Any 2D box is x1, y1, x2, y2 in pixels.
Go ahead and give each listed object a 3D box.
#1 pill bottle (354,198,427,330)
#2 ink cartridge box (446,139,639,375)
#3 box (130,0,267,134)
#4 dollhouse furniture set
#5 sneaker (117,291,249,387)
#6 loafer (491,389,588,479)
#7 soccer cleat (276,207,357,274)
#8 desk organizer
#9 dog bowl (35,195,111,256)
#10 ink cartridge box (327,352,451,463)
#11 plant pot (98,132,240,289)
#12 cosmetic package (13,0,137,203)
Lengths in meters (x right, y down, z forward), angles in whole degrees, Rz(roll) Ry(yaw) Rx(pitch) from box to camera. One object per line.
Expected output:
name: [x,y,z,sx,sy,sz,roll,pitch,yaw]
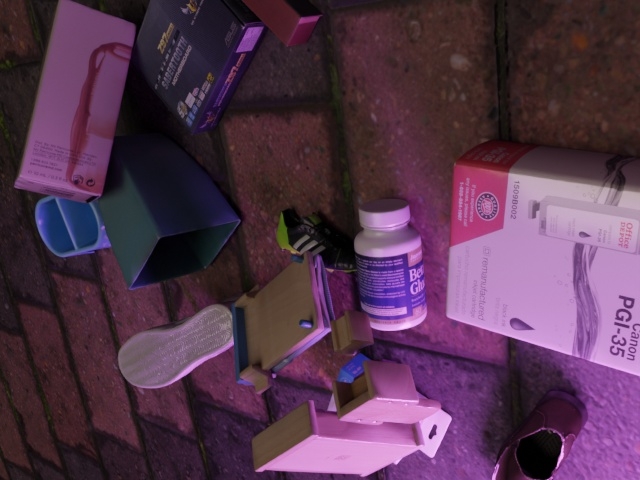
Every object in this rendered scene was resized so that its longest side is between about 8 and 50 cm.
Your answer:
pill bottle: [0.097,0.032,0.864,0.094,0.094,0.170,6,113,37]
ink cartridge box: [0.294,0.013,0.680,0.282,0.117,0.207,14,117,34]
box: [-0.200,-0.314,0.979,0.183,0.059,0.233,51,132,11]
dollhouse furniture set: [0.032,0.151,0.898,0.286,0.198,0.304,-43,45,37]
sneaker: [-0.218,0.180,1.127,0.292,0.169,0.108,-23,85,27]
loafer: [0.283,0.298,0.840,0.080,0.078,0.220,29,125,26]
soccer cleat: [0.000,0.000,0.955,0.178,0.060,0.072,20,119,35]
desk organizer: [-0.064,-0.336,0.867,0.130,0.047,0.050,48,134,12]
dog bowl: [-0.528,-0.046,1.353,0.297,0.074,0.166,-10,102,42]
ink cartridge box: [0.106,0.277,0.987,0.180,0.060,0.104,31,125,26]
plant pot: [-0.294,-0.067,1.100,0.234,0.165,0.166,57,133,18]
cosmetic package: [-0.411,-0.223,1.034,0.153,0.129,0.297,-3,76,62]
